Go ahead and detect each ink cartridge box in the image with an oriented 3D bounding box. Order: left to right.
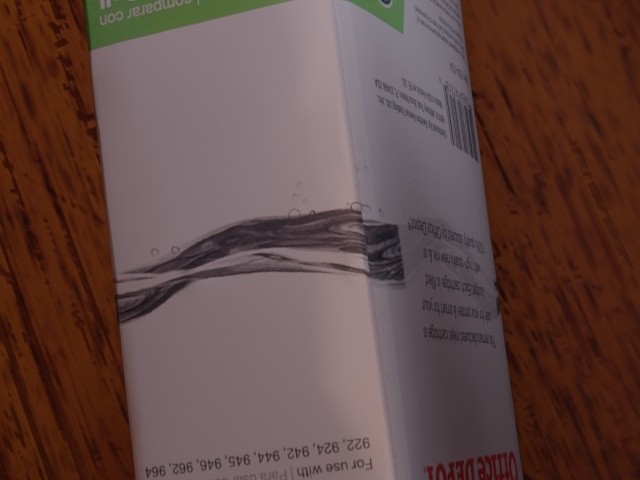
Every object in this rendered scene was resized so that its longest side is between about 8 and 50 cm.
[{"bbox_3d":[0.000,0.000,0.667,0.115,0.198,0.272,-9,81,19],"label":"ink cartridge box"}]
